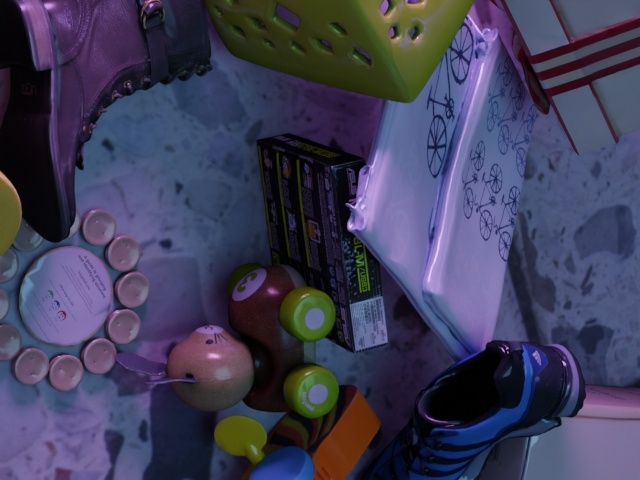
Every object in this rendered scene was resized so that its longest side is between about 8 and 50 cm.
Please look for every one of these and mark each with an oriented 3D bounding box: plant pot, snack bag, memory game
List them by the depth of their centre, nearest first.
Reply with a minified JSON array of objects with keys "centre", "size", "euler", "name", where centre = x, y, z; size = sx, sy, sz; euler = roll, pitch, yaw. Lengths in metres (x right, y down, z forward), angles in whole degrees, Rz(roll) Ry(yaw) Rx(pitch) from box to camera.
[{"centre":[0.010,-0.290,1.639],"size":[0.227,0.228,0.207],"euler":[-62,145,-16],"name":"plant pot"},{"centre":[-0.248,0.053,1.709],"size":[0.186,0.012,0.186],"euler":[-6,102,-32],"name":"memory game"},{"centre":[0.135,-0.080,1.795],"size":[0.342,0.037,0.323],"euler":[49,50,-54],"name":"snack bag"}]

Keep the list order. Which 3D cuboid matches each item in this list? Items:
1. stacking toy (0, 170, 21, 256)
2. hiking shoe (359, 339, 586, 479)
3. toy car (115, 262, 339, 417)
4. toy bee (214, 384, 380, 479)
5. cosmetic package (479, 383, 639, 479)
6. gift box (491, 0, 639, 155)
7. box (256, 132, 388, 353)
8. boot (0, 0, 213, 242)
[{"centre":[-0.402,-0.114,1.474],"size":[0.279,0.130,0.309],"euler":[-9,129,-18],"name":"stacking toy"},{"centre":[0.127,0.192,1.859],"size":[0.132,0.113,0.304],"euler":[23,125,-41],"name":"hiking shoe"},{"centre":[-0.100,0.107,1.738],"size":[0.188,0.155,0.149],"euler":[-9,104,-25],"name":"toy car"},{"centre":[-0.064,0.266,1.808],"size":[0.298,0.162,0.195],"euler":[-35,110,-51],"name":"toy bee"},{"centre":[0.301,0.226,2.017],"size":[0.309,0.160,0.113],"euler":[6,95,-35],"name":"cosmetic package"},{"centre":[0.311,-0.268,1.852],"size":[0.258,0.276,0.255],"euler":[-19,124,17],"name":"gift box"},{"centre":[0.000,0.000,1.759],"size":[0.045,0.184,0.191],"euler":[-13,105,-21],"name":"box"},{"centre":[-0.189,-0.145,1.664],"size":[0.229,0.091,0.263],"euler":[-21,119,-41],"name":"boot"}]
